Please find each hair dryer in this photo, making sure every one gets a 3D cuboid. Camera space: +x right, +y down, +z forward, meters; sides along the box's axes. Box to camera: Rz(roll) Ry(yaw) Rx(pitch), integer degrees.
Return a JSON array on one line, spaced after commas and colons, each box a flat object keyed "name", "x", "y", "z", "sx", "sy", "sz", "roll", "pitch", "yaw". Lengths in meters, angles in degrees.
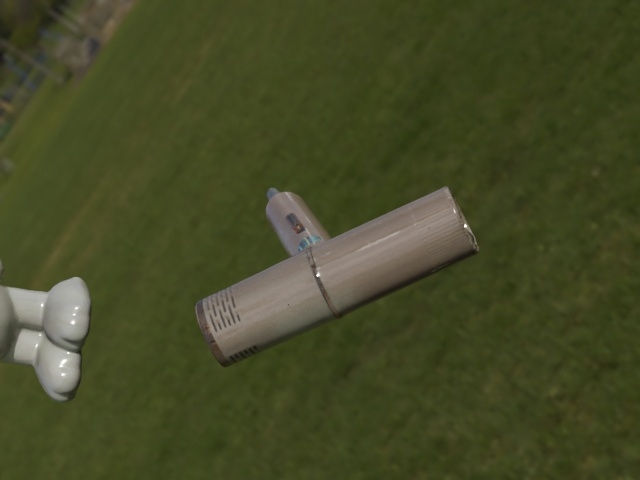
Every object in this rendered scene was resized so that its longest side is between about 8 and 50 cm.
[{"name": "hair dryer", "x": 0.011, "y": -0.006, "z": 1.196, "sx": 0.195, "sy": 0.054, "sz": 0.220, "roll": -24, "pitch": 20, "yaw": 9}]

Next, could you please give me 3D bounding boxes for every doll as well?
[{"name": "doll", "x": -0.305, "y": 0.078, "z": 1.117, "sx": 0.208, "sy": 0.271, "sz": 0.144, "roll": -62, "pitch": 18, "yaw": 7}]
